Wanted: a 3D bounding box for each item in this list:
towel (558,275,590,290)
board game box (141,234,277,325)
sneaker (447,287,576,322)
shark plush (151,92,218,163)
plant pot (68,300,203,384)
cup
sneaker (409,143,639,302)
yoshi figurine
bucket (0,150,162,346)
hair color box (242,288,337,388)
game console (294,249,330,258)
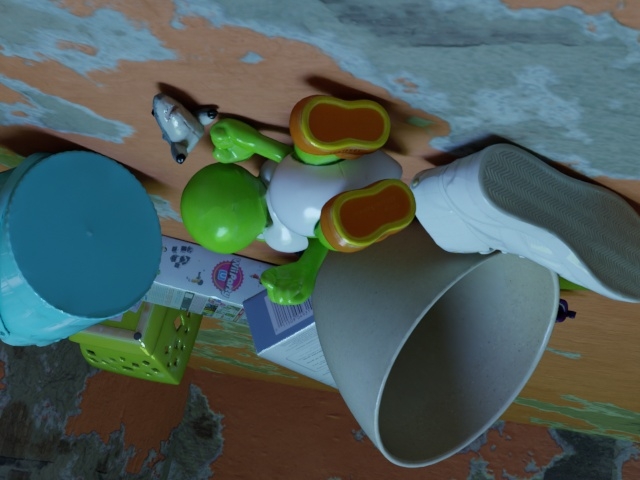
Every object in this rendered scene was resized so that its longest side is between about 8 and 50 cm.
[{"bbox_3d":[0.409,0.062,1.439,0.237,0.021,0.102,2,162,36],"label":"towel"},{"bbox_3d":[-0.208,0.085,1.922,0.303,0.097,0.224,16,166,-8],"label":"board game box"},{"bbox_3d":[0.291,0.085,1.514,0.224,0.083,0.098,11,174,-40],"label":"sneaker"},{"bbox_3d":[-0.167,-0.140,1.162,0.067,0.073,0.161,35,-177,-9],"label":"shark plush"},{"bbox_3d":[-0.401,0.162,2.148,0.227,0.228,0.207,9,160,15],"label":"plant pot"},{"bbox_3d":[0.124,0.100,1.347,0.237,0.331,0.331,37,-176,39],"label":"cup"},{"bbox_3d":[0.240,-0.015,1.143,0.292,0.108,0.169,31,161,-24],"label":"sneaker"},{"bbox_3d":[-0.054,-0.045,1.130,0.203,0.203,0.362,34,163,-15],"label":"yoshi figurine"},{"bbox_3d":[-0.376,0.007,1.426,0.281,0.281,0.183,23,153,-37],"label":"bucket"},{"bbox_3d":[0.045,0.164,1.811,0.185,0.113,0.374,-30,148,18],"label":"hair color box"},{"bbox_3d":[0.000,0.000,1.575,0.124,0.085,0.144,41,179,27],"label":"game console"}]
